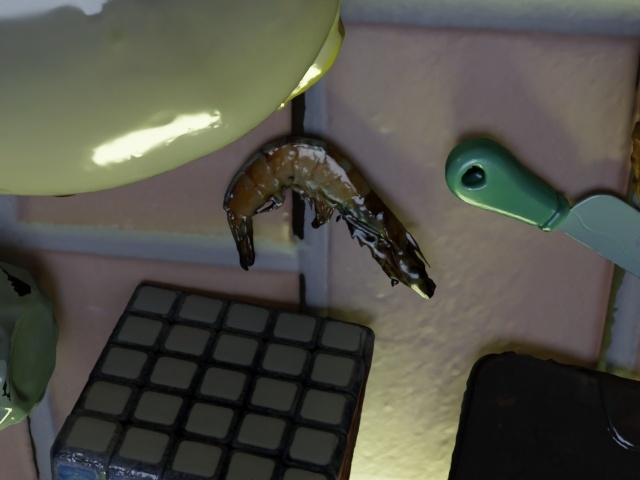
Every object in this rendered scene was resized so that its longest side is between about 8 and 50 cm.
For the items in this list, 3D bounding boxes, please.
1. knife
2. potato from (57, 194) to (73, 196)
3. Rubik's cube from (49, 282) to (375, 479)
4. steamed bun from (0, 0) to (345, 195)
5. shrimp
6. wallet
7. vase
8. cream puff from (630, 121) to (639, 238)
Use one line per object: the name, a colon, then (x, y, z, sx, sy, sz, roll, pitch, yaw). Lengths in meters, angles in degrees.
knife: (0.221, -0.018, 1.025, 0.260, 0.034, 0.063, 24, 119, -15)
potato: (-0.234, -0.111, 1.002, 0.107, 0.080, 0.170, -18, 118, 30)
Rubik's cube: (-0.093, 0.210, 1.108, 0.237, 0.238, 0.237, 11, 128, 4)
steamed bun: (-0.169, -0.192, 0.793, 0.374, 0.334, 0.334, -9, 123, 15)
shrimp: (-0.001, 0.002, 1.067, 0.148, 0.035, 0.195, -36, 105, 27)
wallet: (0.273, 0.206, 1.105, 0.310, 0.042, 0.165, 14, 86, -1)
vase: (-0.434, 0.084, 1.138, 0.360, 0.165, 0.165, 6, 126, 10)
cream puff: (0.372, -0.074, 0.829, 0.327, 0.231, 0.343, -7, 130, 21)
